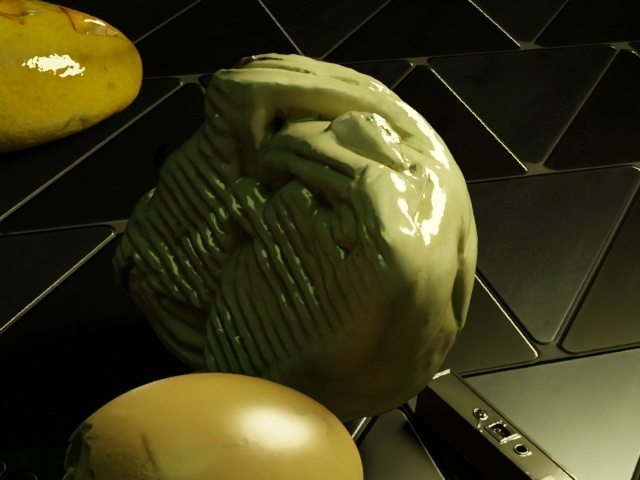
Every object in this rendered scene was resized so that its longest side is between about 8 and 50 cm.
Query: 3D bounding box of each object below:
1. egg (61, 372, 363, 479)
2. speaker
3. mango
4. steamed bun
[{"bbox_3d":[-0.078,0.199,1.008,0.244,0.201,0.201,-13,37,-30],"label":"egg"},{"bbox_3d":[0.162,0.190,1.205,0.040,0.046,0.191,-17,39,-31],"label":"speaker"},{"bbox_3d":[-0.393,-0.208,1.624,0.364,0.182,0.253,-3,29,-34],"label":"mango"},{"bbox_3d":[0.000,0.000,1.232,0.394,0.347,0.237,4,8,45],"label":"steamed bun"}]
